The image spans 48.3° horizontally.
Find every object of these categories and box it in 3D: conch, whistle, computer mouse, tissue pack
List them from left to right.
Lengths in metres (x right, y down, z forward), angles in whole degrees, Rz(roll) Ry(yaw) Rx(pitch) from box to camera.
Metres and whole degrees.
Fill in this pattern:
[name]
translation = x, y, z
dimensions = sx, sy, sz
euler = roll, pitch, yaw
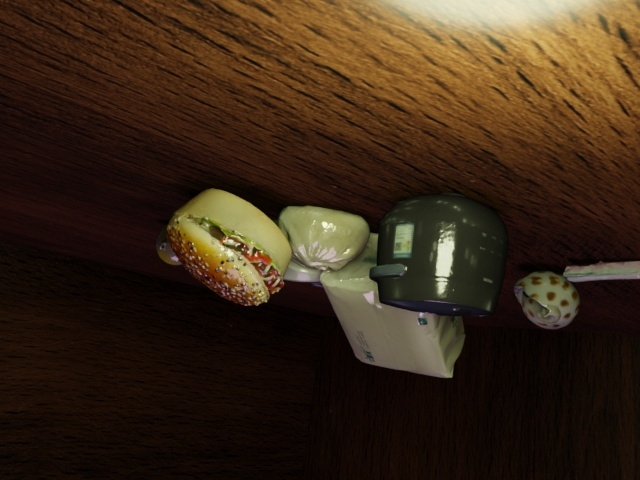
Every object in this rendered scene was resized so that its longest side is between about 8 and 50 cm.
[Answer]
[whistle]
translation = -0.401, 0.006, 2.077
dimensions = 0.122, 0.123, 0.223
euler = 3, -175, 26
[computer mouse]
translation = -0.084, 0.034, 1.887
dimensions = 0.184, 0.121, 0.296
euler = 0, -175, -44
[tissue pack]
translation = 0.200, 0.166, 1.825
dimensions = 0.297, 0.207, 0.380
euler = 7, 143, 28
[conch]
translation = 0.641, 0.161, 2.011
dimensions = 0.148, 0.183, 0.275
euler = -34, 176, -1

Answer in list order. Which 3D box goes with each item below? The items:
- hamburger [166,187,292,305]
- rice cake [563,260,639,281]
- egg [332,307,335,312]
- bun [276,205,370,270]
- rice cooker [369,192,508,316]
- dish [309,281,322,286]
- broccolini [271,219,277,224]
[hamburger]
translation = -0.209, 0.022, 1.592
dimensions = 0.300, 0.176, 0.300
euler = 30, 159, 13
[rice cake]
translation = 0.728, 0.072, 1.735
dimensions = 0.081, 0.051, 0.290
euler = 5, 172, -40
[egg]
translation = 0.215, 0.177, 2.173
dimensions = 0.370, 0.230, 0.230
euler = 4, 169, -1
[bun]
translation = 0.000, 0.000, 1.664
dimensions = 0.230, 0.133, 0.231
euler = 5, 170, 1
[rice cooker]
translation = 0.234, 0.031, 1.411
dimensions = 0.267, 0.225, 0.267
euler = 6, 170, 1
[dish]
translation = 0.020, 0.121, 2.417
dimensions = 0.229, 0.081, 0.229
euler = 7, 169, 1
[broccolini]
translation = -0.140, -0.056, 1.765
dimensions = 0.254, 0.071, 0.058
euler = 22, -155, -31
